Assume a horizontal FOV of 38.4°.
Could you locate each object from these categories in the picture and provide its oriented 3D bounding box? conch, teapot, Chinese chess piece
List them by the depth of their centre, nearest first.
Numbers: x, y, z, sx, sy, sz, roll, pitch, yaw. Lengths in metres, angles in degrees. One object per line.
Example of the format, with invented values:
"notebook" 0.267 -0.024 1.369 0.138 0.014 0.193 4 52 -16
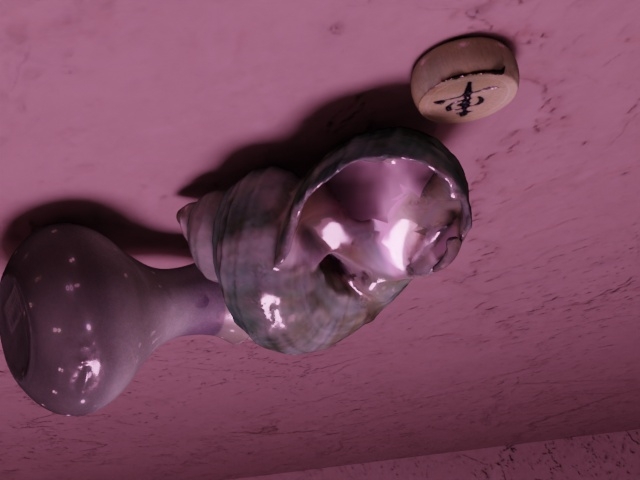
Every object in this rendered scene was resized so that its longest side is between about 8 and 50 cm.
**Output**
"Chinese chess piece" 0.111 -0.121 0.707 0.084 0.034 0.084 -7 159 -3
"conch" 0.000 0.000 0.803 0.277 0.195 0.220 8 153 22
"teapot" -0.177 0.066 0.902 0.251 0.183 0.183 -8 161 -36
